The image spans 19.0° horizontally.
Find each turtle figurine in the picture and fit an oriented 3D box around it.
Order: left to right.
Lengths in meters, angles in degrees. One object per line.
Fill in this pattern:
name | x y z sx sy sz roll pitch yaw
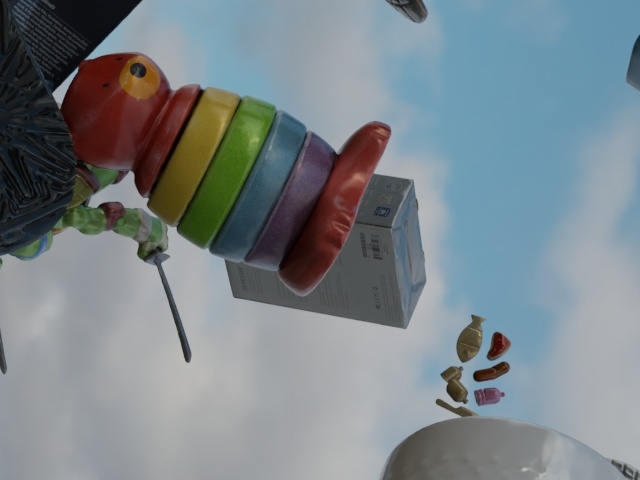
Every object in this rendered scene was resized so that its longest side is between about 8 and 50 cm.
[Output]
turtle figurine | -0.262 -0.012 1.987 0.198 0.274 0.266 -26 -152 27

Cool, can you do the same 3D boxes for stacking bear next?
stacking bear | -0.108 -0.079 1.792 0.164 0.289 0.175 -55 -171 53

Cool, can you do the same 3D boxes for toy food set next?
toy food set | 0.181 0.151 2.190 0.122 0.078 0.019 -60 170 -24

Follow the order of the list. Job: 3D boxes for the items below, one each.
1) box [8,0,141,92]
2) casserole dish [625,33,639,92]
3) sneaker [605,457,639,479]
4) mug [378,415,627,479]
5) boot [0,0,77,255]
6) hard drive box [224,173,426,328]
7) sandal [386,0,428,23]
box | -0.289 -0.230 1.862 0.207 0.108 0.153 -43 -142 11
casserole dish | 0.363 -0.196 1.909 0.037 0.114 0.188 53 -7 16
sneaker | 0.323 0.275 2.288 0.076 0.166 0.065 -39 148 -75
mug | 0.190 0.366 1.810 0.374 0.276 0.328 -20 -148 34
boot | -0.321 -0.180 1.632 0.348 0.131 0.260 84 -19 -44
hard drive box | 0.000 0.000 2.310 0.181 0.232 0.089 81 26 -46
sandal | 0.075 -0.323 2.054 0.090 0.060 0.219 41 -16 53
